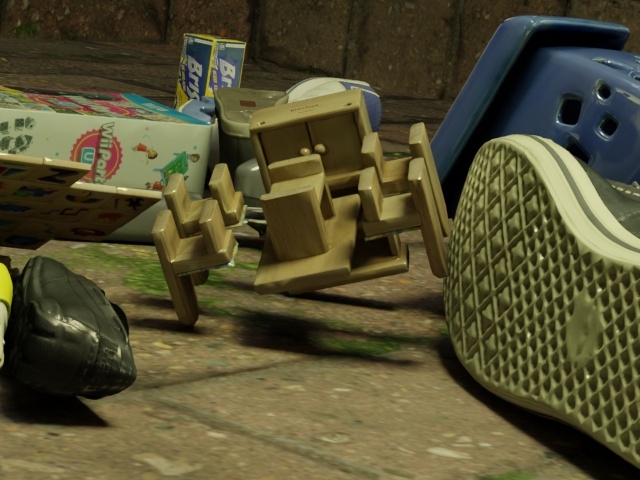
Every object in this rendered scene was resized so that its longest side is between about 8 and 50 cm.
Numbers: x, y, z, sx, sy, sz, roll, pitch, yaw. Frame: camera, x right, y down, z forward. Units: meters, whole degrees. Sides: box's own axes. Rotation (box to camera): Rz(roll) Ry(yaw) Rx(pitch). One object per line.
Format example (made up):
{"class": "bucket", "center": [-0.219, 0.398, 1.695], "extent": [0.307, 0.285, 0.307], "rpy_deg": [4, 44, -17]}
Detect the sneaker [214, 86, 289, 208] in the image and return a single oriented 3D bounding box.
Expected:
{"class": "sneaker", "center": [-0.082, -0.098, 2.101], "extent": [0.083, 0.118, 0.222], "rpy_deg": [5, 17, 1]}

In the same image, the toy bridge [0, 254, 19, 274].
{"class": "toy bridge", "center": [-0.334, 0.012, 1.560], "extent": [0.188, 0.026, 0.063], "rpy_deg": [9, 8, 12]}

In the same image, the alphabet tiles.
{"class": "alphabet tiles", "center": [-0.254, -0.031, 1.483], "extent": [0.237, 0.009, 0.198], "rpy_deg": [6, -20, -31]}

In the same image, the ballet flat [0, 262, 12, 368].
{"class": "ballet flat", "center": [-0.245, 0.070, 1.201], "extent": [0.077, 0.077, 0.231], "rpy_deg": [33, 20, 15]}

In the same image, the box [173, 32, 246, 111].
{"class": "box", "center": [-0.138, -0.161, 2.301], "extent": [0.054, 0.169, 0.059], "rpy_deg": [17, 12, 40]}

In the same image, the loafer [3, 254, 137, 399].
{"class": "loafer", "center": [-0.169, 0.063, 1.282], "extent": [0.078, 0.076, 0.223], "rpy_deg": [20, 5, -16]}

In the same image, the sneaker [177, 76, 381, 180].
{"class": "sneaker", "center": [-0.013, -0.107, 2.282], "extent": [0.182, 0.127, 0.315], "rpy_deg": [20, 22, 38]}

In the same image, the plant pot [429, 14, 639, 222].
{"class": "plant pot", "center": [0.230, -0.064, 1.658], "extent": [0.212, 0.236, 0.236], "rpy_deg": [39, 23, 24]}

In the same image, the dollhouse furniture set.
{"class": "dollhouse furniture set", "center": [0.000, 0.000, 1.559], "extent": [0.212, 0.161, 0.242], "rpy_deg": [-11, 23, 10]}

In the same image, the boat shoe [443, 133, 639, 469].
{"class": "boat shoe", "center": [0.222, 0.051, 1.355], "extent": [0.156, 0.187, 0.500], "rpy_deg": [11, 11, -22]}

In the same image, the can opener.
{"class": "can opener", "center": [-0.129, -0.046, 1.854], "extent": [0.283, 0.095, 0.076], "rpy_deg": [4, 10, -25]}

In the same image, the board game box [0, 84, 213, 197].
{"class": "board game box", "center": [-0.305, -0.111, 2.098], "extent": [0.303, 0.097, 0.224], "rpy_deg": [3, 11, -31]}
